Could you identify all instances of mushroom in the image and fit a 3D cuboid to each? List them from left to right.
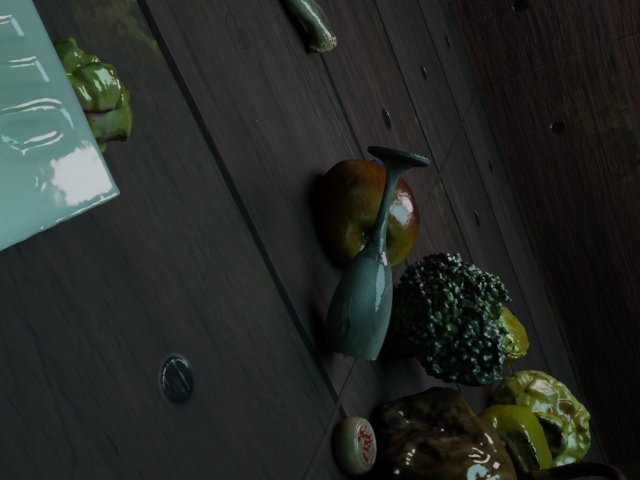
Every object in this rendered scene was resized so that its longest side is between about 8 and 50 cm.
[{"bbox_3d":[-0.039,-0.428,1.191,0.202,0.054,0.059,52,28,-30],"label":"mushroom"}]

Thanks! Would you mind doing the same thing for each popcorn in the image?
[{"bbox_3d":[-0.225,-0.133,0.618,0.097,0.089,0.109,49,-2,36],"label":"popcorn"},{"bbox_3d":[0.549,0.471,1.676,0.258,0.224,0.270,31,56,-33],"label":"popcorn"}]

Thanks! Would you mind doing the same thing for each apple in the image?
[{"bbox_3d":[0.084,-0.045,1.126,0.173,0.160,0.195,-102,172,-63],"label":"apple"}]

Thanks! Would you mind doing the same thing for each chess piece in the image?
[{"bbox_3d":[0.052,0.304,0.978,0.084,0.038,0.083,42,39,-47],"label":"chess piece"}]

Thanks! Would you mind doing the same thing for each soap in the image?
[{"bbox_3d":[-0.278,-0.126,0.498,0.265,0.088,0.160,69,27,-12],"label":"soap"}]

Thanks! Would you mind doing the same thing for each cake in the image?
[{"bbox_3d":[0.395,0.486,1.403,0.156,0.179,0.260,-15,86,-65],"label":"cake"}]

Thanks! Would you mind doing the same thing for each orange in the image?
[{"bbox_3d":[0.375,0.202,1.537,0.237,0.159,0.179,40,30,-51],"label":"orange"}]

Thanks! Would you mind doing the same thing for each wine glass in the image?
[{"bbox_3d":[0.000,0.000,1.005,0.096,0.265,0.309,5,99,-78],"label":"wine glass"}]

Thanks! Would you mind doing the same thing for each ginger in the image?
[{"bbox_3d":[0.201,0.376,1.021,0.269,0.201,0.222,-71,146,-76],"label":"ginger"}]

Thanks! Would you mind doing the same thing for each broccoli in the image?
[{"bbox_3d":[0.256,0.161,1.221,0.245,0.248,0.288,40,41,-40],"label":"broccoli"}]

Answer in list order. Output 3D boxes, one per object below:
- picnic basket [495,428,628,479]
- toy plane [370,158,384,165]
[{"bbox_3d":[0.390,0.482,1.163,0.293,0.337,0.337,-23,97,-66],"label":"picnic basket"},{"bbox_3d":[0.145,-0.119,1.388,0.167,0.054,0.062,48,11,-42],"label":"toy plane"}]
